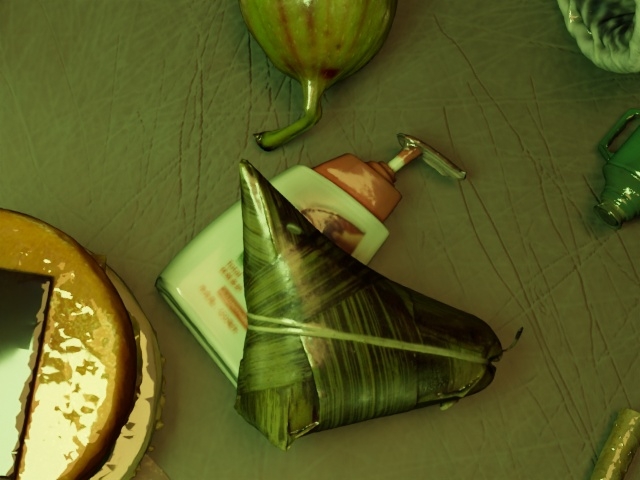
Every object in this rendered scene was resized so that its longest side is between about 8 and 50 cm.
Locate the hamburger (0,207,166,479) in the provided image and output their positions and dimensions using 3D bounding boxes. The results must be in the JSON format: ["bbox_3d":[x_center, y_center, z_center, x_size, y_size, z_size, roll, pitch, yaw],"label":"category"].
[{"bbox_3d":[-0.267,0.115,1.442,0.291,0.225,0.291,0,78,0],"label":"hamburger"}]

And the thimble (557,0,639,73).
[{"bbox_3d":[0.302,-0.280,1.593,0.157,0.217,0.245,-17,67,-13],"label":"thimble"}]

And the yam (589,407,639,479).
[{"bbox_3d":[0.257,0.222,1.595,0.032,0.032,0.145,24,78,-3],"label":"yam"}]

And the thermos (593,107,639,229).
[{"bbox_3d":[0.319,-0.092,1.631,0.083,0.073,0.187,43,79,-4],"label":"thermos"}]

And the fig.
[{"bbox_3d":[-0.007,-0.196,1.571,0.148,0.142,0.186,-7,67,18],"label":"fig"}]

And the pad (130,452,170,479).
[{"bbox_3d":[-0.302,0.178,1.545,0.220,0.004,0.330,-40,88,-11],"label":"pad"}]

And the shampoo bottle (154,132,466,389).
[{"bbox_3d":[0.000,0.000,1.576,0.284,0.071,0.153,-41,97,-11],"label":"shampoo bottle"}]

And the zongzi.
[{"bbox_3d":[0.048,0.037,1.496,0.248,0.111,0.241,-9,108,-23],"label":"zongzi"}]
